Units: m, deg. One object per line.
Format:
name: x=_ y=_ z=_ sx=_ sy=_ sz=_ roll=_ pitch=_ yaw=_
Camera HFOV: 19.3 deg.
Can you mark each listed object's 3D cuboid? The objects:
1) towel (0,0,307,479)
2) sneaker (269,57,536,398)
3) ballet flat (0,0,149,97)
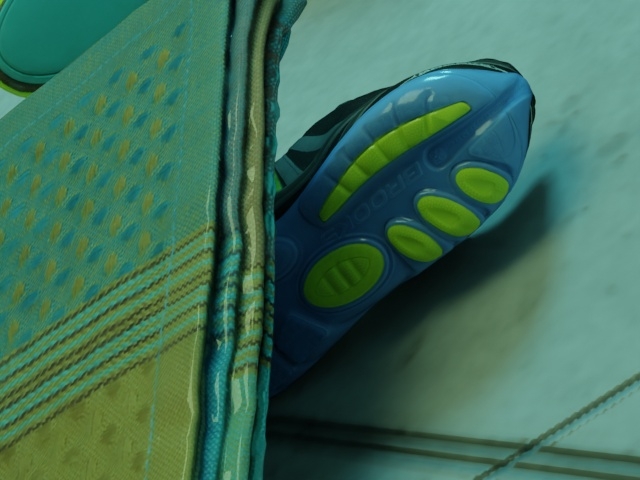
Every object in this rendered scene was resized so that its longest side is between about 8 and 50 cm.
towel: x=-0.114 y=0.105 z=0.569 sx=0.271 sy=0.040 sz=0.370 roll=-31 pitch=40 yaw=33
sneaker: x=0.000 y=0.000 z=0.635 sx=0.188 sy=0.067 sz=0.078 roll=-34 pitch=3 yaw=30
ballet flat: x=-0.120 y=-0.152 z=1.103 sx=0.231 sy=0.077 sz=0.077 roll=-55 pitch=2 yaw=-30
